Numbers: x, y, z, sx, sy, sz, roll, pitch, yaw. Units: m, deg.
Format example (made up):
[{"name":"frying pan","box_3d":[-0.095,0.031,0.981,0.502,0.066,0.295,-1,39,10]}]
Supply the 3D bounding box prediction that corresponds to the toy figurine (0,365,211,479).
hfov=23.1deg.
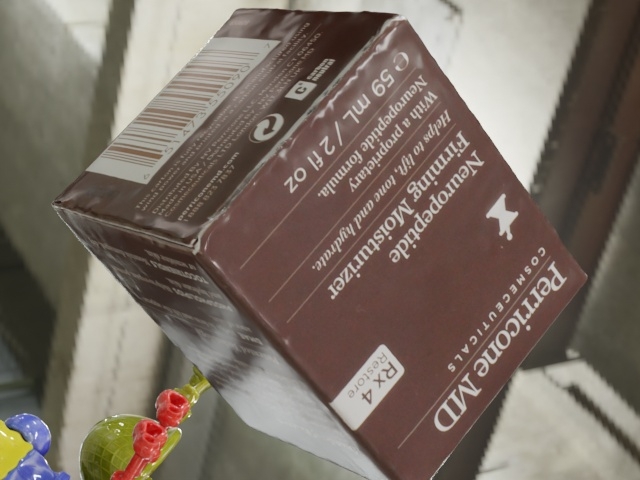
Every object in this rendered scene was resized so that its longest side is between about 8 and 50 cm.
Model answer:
[{"name":"toy figurine","box_3d":[-0.238,0.149,1.213,0.217,0.362,0.191,32,-68,1]}]

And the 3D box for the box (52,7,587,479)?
[{"name":"box","box_3d":[0.000,0.000,0.860,0.203,0.168,0.167,50,-20,-29]}]
